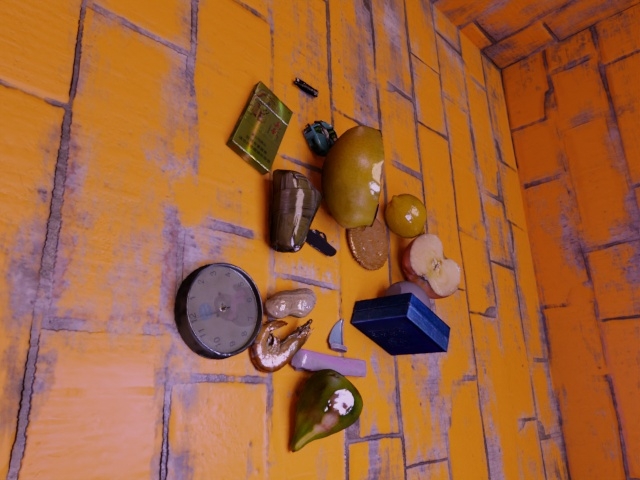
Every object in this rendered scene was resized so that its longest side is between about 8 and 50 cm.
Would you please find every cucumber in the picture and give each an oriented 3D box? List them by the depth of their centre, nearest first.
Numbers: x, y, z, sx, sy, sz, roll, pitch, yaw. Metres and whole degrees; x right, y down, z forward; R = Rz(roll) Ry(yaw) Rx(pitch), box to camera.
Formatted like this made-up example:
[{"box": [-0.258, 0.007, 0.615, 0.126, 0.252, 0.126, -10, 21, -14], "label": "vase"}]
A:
[{"box": [-0.057, -0.612, 1.926, 0.135, 0.034, 0.033, 20, 77, -36], "label": "cucumber"}]

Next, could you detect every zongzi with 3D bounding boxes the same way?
[{"box": [-0.061, -0.082, 1.684, 0.300, 0.138, 0.286, 23, 67, -63], "label": "zongzi"}]

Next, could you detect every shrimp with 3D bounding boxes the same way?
[{"box": [-0.119, 0.314, 1.513, 0.249, 0.068, 0.150, -27, 99, -40], "label": "shrimp"}]

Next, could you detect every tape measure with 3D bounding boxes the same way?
[{"box": [0.008, -0.404, 1.887, 0.125, 0.081, 0.146, -31, 100, -45], "label": "tape measure"}]

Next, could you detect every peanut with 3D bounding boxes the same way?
[{"box": [-0.096, 0.207, 1.556, 0.214, 0.090, 0.098, -1, 75, -45], "label": "peanut"}]

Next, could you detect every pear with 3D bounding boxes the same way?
[{"box": [0.099, -0.235, 1.791, 0.191, 0.340, 0.386, 8, 75, -12], "label": "pear"}]

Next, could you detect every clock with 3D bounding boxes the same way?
[{"box": [-0.284, 0.200, 1.384, 0.280, 0.055, 0.280, 19, 63, -42], "label": "clock"}]

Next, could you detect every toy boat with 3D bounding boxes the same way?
[{"box": [0.062, 0.338, 1.731, 0.096, 0.034, 0.122, 26, 50, -39], "label": "toy boat"}]

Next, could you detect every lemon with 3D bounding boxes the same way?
[{"box": [0.378, -0.105, 2.104, 0.244, 0.187, 0.187, 47, 47, -32], "label": "lemon"}]

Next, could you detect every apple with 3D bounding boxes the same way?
[{"box": [0.462, 0.129, 2.126, 0.251, 0.163, 0.293, -39, 94, -36], "label": "apple"}]

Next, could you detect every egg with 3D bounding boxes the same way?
[{"box": [0.360, 0.262, 1.960, 0.232, 0.176, 0.176, 36, 52, -41], "label": "egg"}]

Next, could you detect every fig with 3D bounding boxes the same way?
[{"box": [-0.004, 0.541, 1.500, 0.275, 0.206, 0.206, -45, 114, -9], "label": "fig"}]

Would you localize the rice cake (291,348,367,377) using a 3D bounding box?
[{"box": [0.041, 0.429, 1.652, 0.365, 0.056, 0.072, 22, 63, -40], "label": "rice cake"}]

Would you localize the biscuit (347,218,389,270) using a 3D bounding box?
[{"box": [0.197, 0.002, 1.981, 0.254, 0.035, 0.254, 17, 66, -42], "label": "biscuit"}]

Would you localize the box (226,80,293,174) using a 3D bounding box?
[{"box": [-0.205, -0.398, 1.684, 0.173, 0.043, 0.311, 39, 51, -31], "label": "box"}]

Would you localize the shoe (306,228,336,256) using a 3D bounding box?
[{"box": [0.000, 0.000, 1.757, 0.159, 0.062, 0.053, 41, 37, -29], "label": "shoe"}]

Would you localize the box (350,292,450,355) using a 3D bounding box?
[{"box": [0.302, 0.324, 1.811, 0.279, 0.261, 0.116, 42, 52, -30], "label": "box"}]
